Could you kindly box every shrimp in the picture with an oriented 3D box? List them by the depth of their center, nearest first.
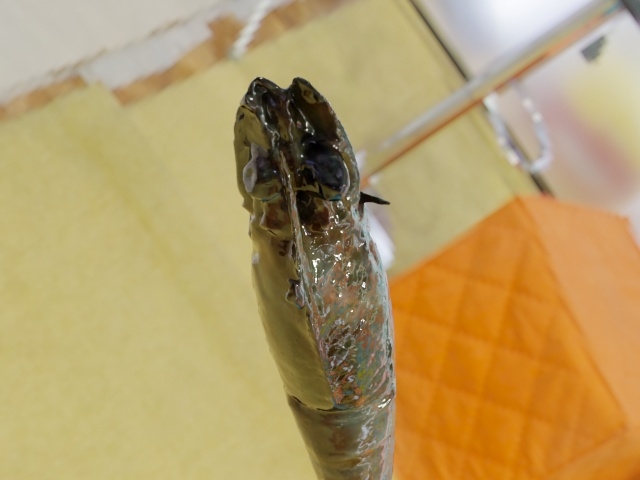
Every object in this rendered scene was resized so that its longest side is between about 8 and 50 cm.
[{"bbox_3d":[0.000,0.000,0.833,0.296,0.058,0.169,81,1,-51],"label":"shrimp"}]
